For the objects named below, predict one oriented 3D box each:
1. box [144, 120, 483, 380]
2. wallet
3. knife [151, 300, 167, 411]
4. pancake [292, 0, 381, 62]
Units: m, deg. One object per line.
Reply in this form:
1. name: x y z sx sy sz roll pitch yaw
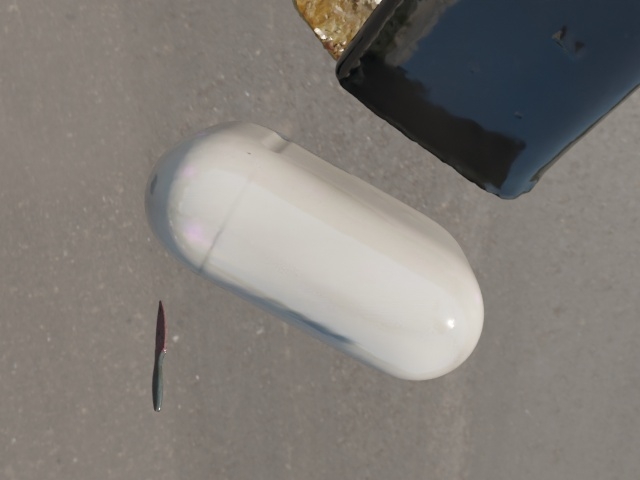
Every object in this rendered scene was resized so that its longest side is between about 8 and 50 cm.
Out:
1. box: -0.001 0.001 0.859 0.349 0.288 0.141 29 103 -3
2. wallet: 0.199 -0.210 0.669 0.228 0.062 0.406 34 135 -8
3. knife: -0.339 0.239 1.756 0.035 0.247 0.018 -24 148 37
4. pancake: 0.123 -0.340 0.995 0.356 0.065 0.356 -8 126 -12
